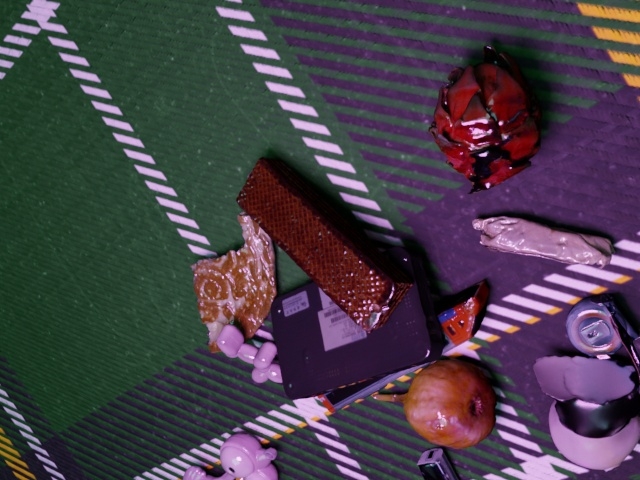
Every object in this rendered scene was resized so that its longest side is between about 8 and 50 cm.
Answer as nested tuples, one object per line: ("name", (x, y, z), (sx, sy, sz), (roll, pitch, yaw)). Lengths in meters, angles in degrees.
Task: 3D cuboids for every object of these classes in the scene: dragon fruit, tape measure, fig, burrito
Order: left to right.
("fig", (0.199, 0.305, 1.281), (0.257, 0.159, 0.159), (-7, 106, 46))
("dragon fruit", (0.252, -0.180, 1.042), (0.182, 0.182, 0.188), (-40, 89, 32))
("burrito", (0.359, 0.002, 1.116), (0.229, 0.058, 0.063), (13, 81, 22))
("tape measure", (0.443, 0.166, 1.074), (0.104, 0.180, 0.107), (43, 122, -12))

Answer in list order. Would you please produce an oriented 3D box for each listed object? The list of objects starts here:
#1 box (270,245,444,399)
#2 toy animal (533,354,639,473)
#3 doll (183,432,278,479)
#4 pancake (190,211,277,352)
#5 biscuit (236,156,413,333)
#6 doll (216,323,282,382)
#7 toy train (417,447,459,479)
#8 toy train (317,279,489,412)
("box", (0.054, 0.161, 1.270), (0.350, 0.058, 0.211), (-26, 65, 35))
("toy animal", (0.447, 0.286, 1.142), (0.166, 0.138, 0.179), (14, 124, 44))
("doll", (-0.219, 0.566, 1.608), (0.160, 0.094, 0.365), (48, 123, 0))
("pancake", (-0.186, 0.096, 1.441), (0.197, 0.054, 0.376), (32, 118, 7))
("biscuit", (0.000, 0.000, 1.226), (0.388, 0.073, 0.107), (44, 114, 28))
("doll", (-0.135, 0.248, 1.426), (0.161, 0.059, 0.160), (21, 153, 12))
("toy train", (0.273, 0.532, 1.368), (0.055, 0.048, 0.252), (-21, 103, 27))
("toy train", (0.157, 0.208, 1.282), (0.409, 0.086, 0.089), (-36, 91, 32))
